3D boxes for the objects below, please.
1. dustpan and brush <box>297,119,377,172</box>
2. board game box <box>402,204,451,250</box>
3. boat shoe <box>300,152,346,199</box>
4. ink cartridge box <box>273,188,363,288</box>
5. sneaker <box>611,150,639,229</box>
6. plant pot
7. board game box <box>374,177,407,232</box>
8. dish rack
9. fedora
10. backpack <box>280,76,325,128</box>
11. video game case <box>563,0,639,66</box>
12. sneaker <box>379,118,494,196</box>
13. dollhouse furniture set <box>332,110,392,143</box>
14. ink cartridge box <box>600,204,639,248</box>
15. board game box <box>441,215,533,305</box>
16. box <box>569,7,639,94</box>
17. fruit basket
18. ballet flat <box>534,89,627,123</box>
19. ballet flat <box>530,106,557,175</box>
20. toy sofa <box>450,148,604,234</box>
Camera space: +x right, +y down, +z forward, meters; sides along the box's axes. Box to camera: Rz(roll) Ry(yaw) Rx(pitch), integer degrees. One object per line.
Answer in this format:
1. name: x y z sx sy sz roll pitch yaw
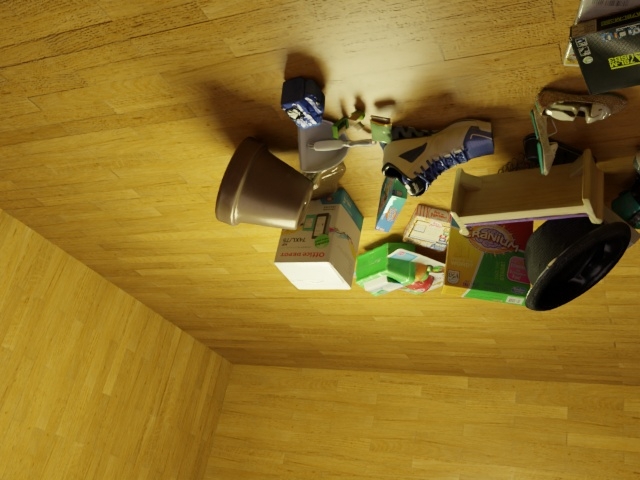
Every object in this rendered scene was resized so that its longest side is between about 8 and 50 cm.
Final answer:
1. dustpan and brush: 0.049 -0.265 1.834 0.211 0.147 0.060 -7 -166 -18
2. board game box: 0.363 -0.038 2.193 0.147 0.045 0.193 13 153 -2
3. boat shoe: 0.003 -0.199 2.008 0.105 0.089 0.285 -7 163 -23
4. ink cartridge box: 0.000 0.000 2.169 0.198 0.270 0.197 -2 150 25
5. sneaker: 0.843 -0.123 1.755 0.295 0.124 0.178 31 139 -34
6. plant pot: -0.147 -0.141 1.932 0.229 0.263 0.263 21 154 5
7. board game box: 0.211 -0.141 1.931 0.047 0.160 0.210 13 154 -3
8. dish rack: 0.585 -0.168 1.824 0.208 0.074 0.271 19 154 -11
9. fedora: 0.647 0.036 1.771 0.334 0.152 0.334 -20 145 -15
10. backpack: -0.036 -0.345 1.707 0.101 0.098 0.120 -7 147 26
11. video game case: 0.630 -0.426 1.350 0.227 0.026 0.206 6 153 10
12. sneaker: 0.296 -0.203 1.750 0.315 0.182 0.127 -1 152 25
13. dollhouse furniture set: 0.111 -0.290 1.751 0.152 0.058 0.076 16 134 27
14. ink cartridge box: 0.753 -0.038 1.879 0.224 0.045 0.223 46 163 14
15. board game box: 0.492 0.020 1.952 0.242 0.316 0.064 8 152 8
16. box: 0.624 -0.384 1.354 0.191 0.045 0.184 -6 146 32
17. fruit basket: 0.317 0.132 2.419 0.353 0.165 0.327 23 151 -28
18. ballet flat: 0.603 -0.303 1.552 0.206 0.067 0.073 6 152 12
19. ballet flat: 0.545 -0.242 1.606 0.052 0.168 0.057 -10 -178 14
20. toy sofa: 0.534 -0.103 1.721 0.362 0.150 0.177 -5 147 32
